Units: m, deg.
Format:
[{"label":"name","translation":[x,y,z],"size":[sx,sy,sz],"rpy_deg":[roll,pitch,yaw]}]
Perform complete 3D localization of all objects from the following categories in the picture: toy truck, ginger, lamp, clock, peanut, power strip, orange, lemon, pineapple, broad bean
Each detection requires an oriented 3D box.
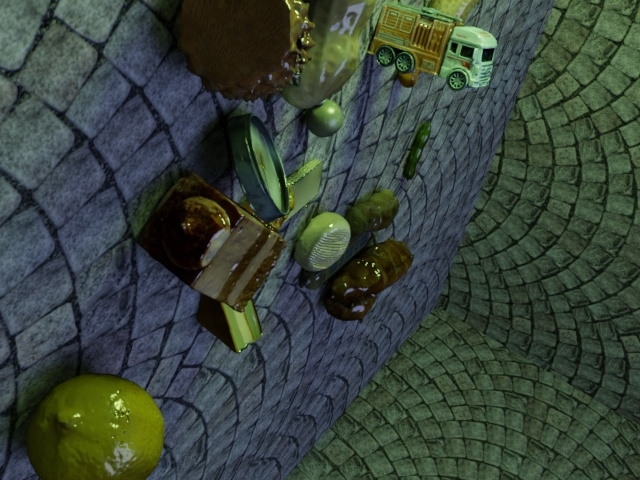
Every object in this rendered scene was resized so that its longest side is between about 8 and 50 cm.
[{"label":"toy truck","translation":[0.286,-0.489,1.685],"size":[0.136,0.305,0.162],"rpy_deg":[-28,137,-54]},{"label":"ginger","translation":[0.168,0.148,2.444],"size":[0.418,0.176,0.254],"rpy_deg":[-36,153,-38]},{"label":"lamp","translation":[0.000,-0.320,1.577],"size":[0.091,0.091,0.163],"rpy_deg":[-48,142,-28]},{"label":"clock","translation":[-0.121,-0.149,1.365],"size":[0.049,0.226,0.226],"rpy_deg":[-18,162,11]},{"label":"peanut","translation":[0.376,-0.667,1.896],"size":[0.253,0.122,0.137],"rpy_deg":[-61,167,12]},{"label":"ginger","translation":[0.182,-0.090,2.242],"size":[0.263,0.109,0.116],"rpy_deg":[-28,140,-53]},{"label":"power strip","translation":[0.050,0.052,2.198],"size":[0.387,0.066,0.092],"rpy_deg":[-38,148,-43]},{"label":"orange","translation":[0.255,-0.485,1.947],"size":[0.086,0.062,0.086],"rpy_deg":[21,90,-83]},{"label":"lemon","translation":[-0.430,0.381,1.305],"size":[0.267,0.267,0.267],"rpy_deg":[-47,156,-29]},{"label":"peanut","translation":[0.018,-0.416,1.389],"size":[0.152,0.152,0.313],"rpy_deg":[-1,117,-66]},{"label":"pineapple","translation":[-0.100,-0.342,1.174],"size":[0.223,0.223,0.357],"rpy_deg":[-64,173,11]},{"label":"broad bean","translation":[0.341,-0.310,2.395],"size":[0.065,0.046,0.254],"rpy_deg":[-44,156,-51]}]

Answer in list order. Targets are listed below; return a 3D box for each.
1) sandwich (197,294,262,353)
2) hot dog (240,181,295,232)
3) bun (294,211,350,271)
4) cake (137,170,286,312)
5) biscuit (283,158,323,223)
[{"label":"sandwich","translation":[-0.204,0.150,1.646],"size":[0.117,0.144,0.187],"rpy_deg":[-35,149,-52]},{"label":"hot dog","translation":[-0.156,-0.036,1.580],"size":[0.269,0.115,0.072],"rpy_deg":[-55,-158,-13]},{"label":"bun","translation":[0.000,0.000,1.970],"size":[0.164,0.111,0.188],"rpy_deg":[-4,126,-45]},{"label":"cake","translation":[-0.229,-0.001,1.332],"size":[0.196,0.199,0.293],"rpy_deg":[-54,155,-1]},{"label":"biscuit","translation":[-0.065,-0.121,1.741],"size":[0.199,0.040,0.121],"rpy_deg":[-41,148,-41]}]
